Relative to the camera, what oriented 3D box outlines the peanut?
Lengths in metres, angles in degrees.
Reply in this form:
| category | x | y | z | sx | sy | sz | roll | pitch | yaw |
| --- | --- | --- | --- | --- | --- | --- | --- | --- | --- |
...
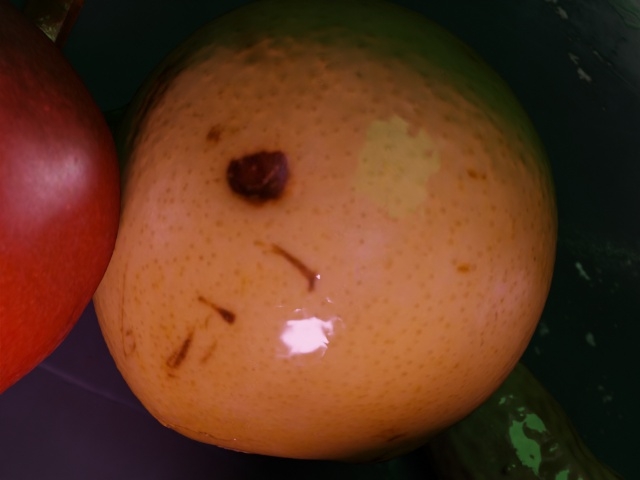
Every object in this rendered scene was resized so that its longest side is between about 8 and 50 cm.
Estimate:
| category | x | y | z | sx | sy | sz | roll | pitch | yaw |
| --- | --- | --- | --- | --- | --- | --- | --- | --- | --- |
| peanut | 0.184 | 0.213 | 0.966 | 0.149 | 0.149 | 0.313 | -26 | 74 | -40 |

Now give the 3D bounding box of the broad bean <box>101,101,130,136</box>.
| category | x | y | z | sx | sy | sz | roll | pitch | yaw |
| --- | --- | --- | --- | --- | --- | --- | --- | --- | --- |
| broad bean | -0.203 | -0.085 | 0.960 | 0.254 | 0.046 | 0.065 | -20 | 68 | -40 |

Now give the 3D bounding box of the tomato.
| category | x | y | z | sx | sy | sz | roll | pitch | yaw |
| --- | --- | --- | --- | --- | --- | --- | --- | --- | --- |
| tomato | -0.292 | -0.047 | 0.687 | 0.341 | 0.273 | 0.341 | -3 | 56 | 4 |

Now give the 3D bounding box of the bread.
| category | x | y | z | sx | sy | sz | roll | pitch | yaw |
| --- | --- | --- | --- | --- | --- | --- | --- | --- | --- |
| bread | -0.238 | -0.198 | 1.014 | 0.047 | 0.036 | 0.083 | 24 | 50 | -16 |

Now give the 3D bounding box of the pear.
| category | x | y | z | sx | sy | sz | roll | pitch | yaw |
| --- | --- | --- | --- | --- | --- | --- | --- | --- | --- |
| pear | 0.000 | 0.000 | 0.838 | 0.348 | 0.348 | 0.348 | 15 | 56 | -24 |
